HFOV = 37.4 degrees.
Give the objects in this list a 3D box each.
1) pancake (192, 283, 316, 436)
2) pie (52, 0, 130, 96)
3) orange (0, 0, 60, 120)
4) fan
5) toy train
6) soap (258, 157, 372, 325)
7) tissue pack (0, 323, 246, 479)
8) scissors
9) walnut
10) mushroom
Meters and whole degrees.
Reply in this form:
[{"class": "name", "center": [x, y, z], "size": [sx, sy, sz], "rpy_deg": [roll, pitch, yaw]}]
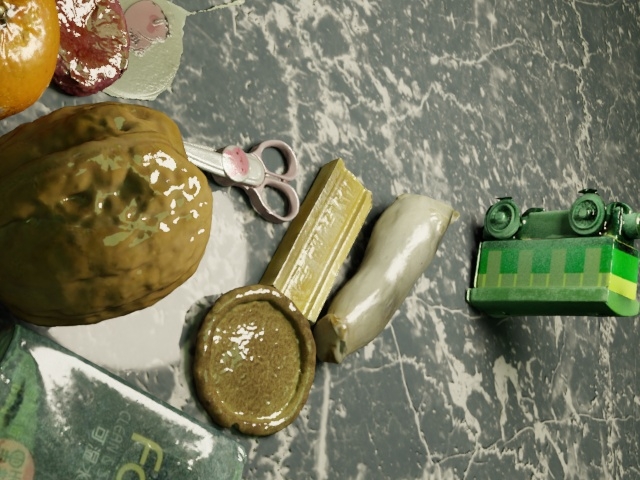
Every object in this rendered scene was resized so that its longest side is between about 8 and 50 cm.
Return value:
[{"class": "pancake", "center": [-0.081, 0.154, 1.209], "size": [0.199, 0.021, 0.199], "rpy_deg": [3, 85, -39]}, {"class": "pie", "center": [-0.287, -0.249, 1.123], "size": [0.153, 0.038, 0.153], "rpy_deg": [9, 75, -39]}, {"class": "orange", "center": [-0.354, -0.217, 0.964], "size": [0.193, 0.161, 0.193], "rpy_deg": [21, 61, -44]}, {"class": "fan", "center": [-0.202, -0.289, 1.242], "size": [0.310, 0.010, 0.182], "rpy_deg": [-31, 101, -44]}, {"class": "toy train", "center": [0.383, 0.027, 1.535], "size": [0.120, 0.301, 0.202], "rpy_deg": [19, 74, -41]}, {"class": "soap", "center": [-0.001, 0.000, 1.340], "size": [0.092, 0.037, 0.252], "rpy_deg": [47, 50, -26]}, {"class": "tissue pack", "center": [-0.242, 0.256, 0.976], "size": [0.316, 0.103, 0.228], "rpy_deg": [37, 57, -31]}, {"class": "scissors", "center": [-0.118, -0.100, 1.256], "size": [0.242, 0.030, 0.118], "rpy_deg": [16, 66, -44]}, {"class": "walnut", "center": [-0.244, -0.024, 0.979], "size": [0.257, 0.257, 0.224], "rpy_deg": [-5, 57, -46]}, {"class": "mushroom", "center": [0.097, 0.047, 1.379], "size": [0.351, 0.097, 0.109], "rpy_deg": [-54, 150, -35]}]
